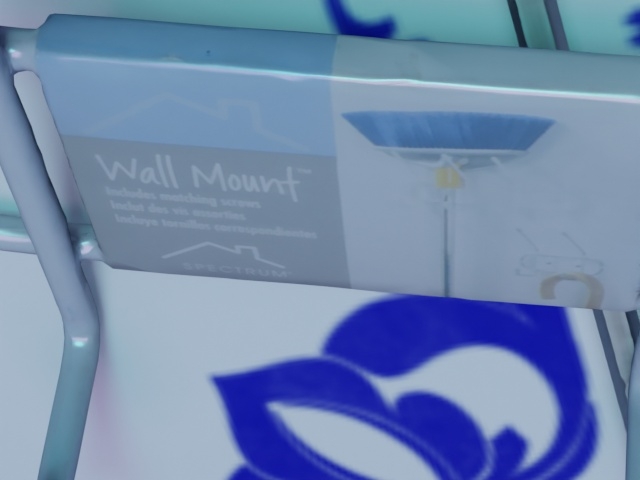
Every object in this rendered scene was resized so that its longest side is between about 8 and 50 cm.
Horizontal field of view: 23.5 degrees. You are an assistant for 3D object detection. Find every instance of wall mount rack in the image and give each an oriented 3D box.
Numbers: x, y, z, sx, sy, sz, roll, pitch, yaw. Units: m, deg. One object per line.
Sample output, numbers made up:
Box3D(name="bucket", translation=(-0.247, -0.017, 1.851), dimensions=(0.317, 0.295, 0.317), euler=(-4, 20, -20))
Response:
Box3D(name="wall mount rack", translation=(0.000, 0.000, 0.390), dimensions=(0.350, 0.130, 0.304), euler=(4, 150, 8))
